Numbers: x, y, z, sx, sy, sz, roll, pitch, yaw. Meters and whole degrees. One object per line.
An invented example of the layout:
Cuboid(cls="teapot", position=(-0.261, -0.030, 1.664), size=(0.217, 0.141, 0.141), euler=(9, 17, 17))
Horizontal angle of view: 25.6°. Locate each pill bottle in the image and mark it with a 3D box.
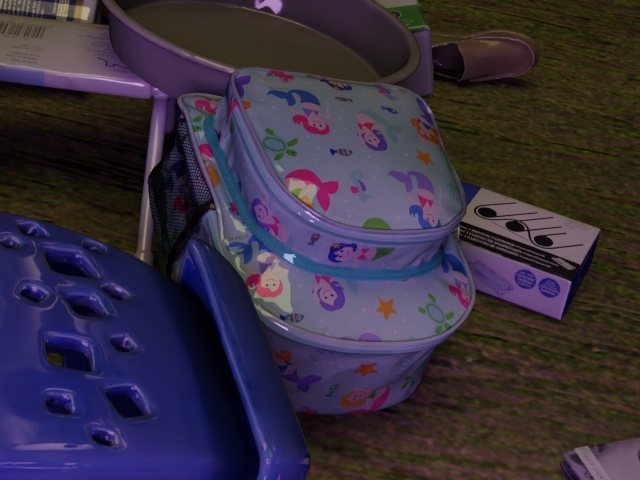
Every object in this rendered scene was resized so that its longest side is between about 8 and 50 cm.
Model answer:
Cuboid(cls="pill bottle", position=(-0.307, -0.210, 1.397), size=(0.169, 0.094, 0.094), euler=(6, 35, -4))

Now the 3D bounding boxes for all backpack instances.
Cuboid(cls="backpack", position=(0.000, 0.000, 1.072), size=(0.225, 0.191, 0.253), euler=(5, 53, -27))

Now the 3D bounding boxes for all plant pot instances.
Cuboid(cls="plant pot", position=(-0.141, 0.132, 0.834), size=(0.212, 0.236, 0.236), euler=(2, 35, -22))

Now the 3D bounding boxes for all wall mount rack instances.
Cuboid(cls="wall mount rack", position=(-0.238, -0.096, 1.233), size=(0.350, 0.130, 0.304), euler=(6, 31, -4))

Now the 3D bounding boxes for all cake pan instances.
Cuboid(cls="cake pan", position=(-0.058, -0.181, 1.252), size=(0.293, 0.054, 0.293), euler=(13, 29, -7))

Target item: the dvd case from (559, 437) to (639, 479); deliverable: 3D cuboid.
Cuboid(cls="dvd case", position=(0.307, 0.196, 1.018), size=(0.221, 0.018, 0.164), euler=(-6, 37, -20))

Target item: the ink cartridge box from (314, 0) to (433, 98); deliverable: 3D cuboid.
Cuboid(cls="ink cartridge box", position=(0.025, -0.223, 1.470), size=(0.153, 0.087, 0.208), euler=(-10, 37, 0))

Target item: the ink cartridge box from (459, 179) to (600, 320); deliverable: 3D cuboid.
Cuboid(cls="ink cartridge box", position=(0.132, -0.005, 1.243), size=(0.207, 0.046, 0.097), euler=(20, 35, 16))

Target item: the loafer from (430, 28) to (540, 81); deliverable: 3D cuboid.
Cuboid(cls="loafer", position=(0.162, -0.195, 1.517), size=(0.148, 0.056, 0.050), euler=(0, 35, 6))

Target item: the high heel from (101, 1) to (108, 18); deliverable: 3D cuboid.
Cuboid(cls="high heel", position=(-0.215, -0.244, 1.475), size=(0.186, 0.093, 0.261), euler=(-1, 29, -8))
